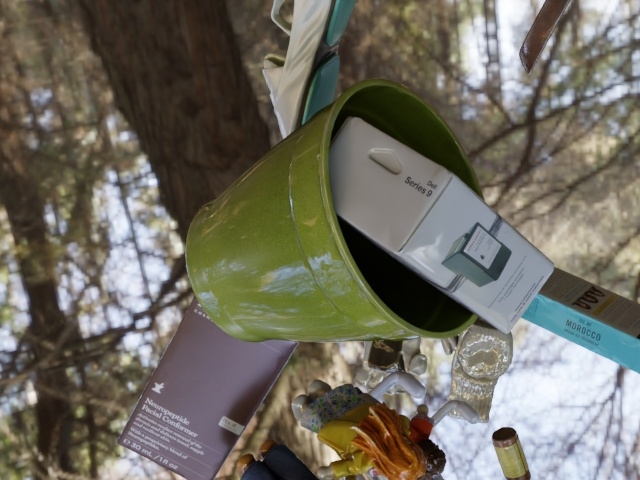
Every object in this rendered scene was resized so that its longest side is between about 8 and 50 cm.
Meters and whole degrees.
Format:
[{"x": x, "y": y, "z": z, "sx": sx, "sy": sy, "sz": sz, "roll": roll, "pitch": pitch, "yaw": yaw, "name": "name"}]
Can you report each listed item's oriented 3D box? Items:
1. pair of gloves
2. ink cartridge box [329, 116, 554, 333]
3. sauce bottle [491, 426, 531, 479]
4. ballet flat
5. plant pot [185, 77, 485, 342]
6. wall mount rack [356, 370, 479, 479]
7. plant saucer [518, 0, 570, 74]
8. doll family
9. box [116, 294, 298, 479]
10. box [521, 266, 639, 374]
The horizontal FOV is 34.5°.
[{"x": 0.189, "y": 0.177, "z": 1.675, "sx": 0.240, "sy": 0.204, "sz": 0.042, "roll": 18, "pitch": -172, "yaw": 7, "name": "pair of gloves"}, {"x": 0.142, "y": -0.018, "z": 1.354, "sx": 0.211, "sy": 0.289, "sz": 0.121, "roll": 36, "pitch": -89, "yaw": 45, "name": "ink cartridge box"}, {"x": 0.292, "y": 0.341, "z": 1.549, "sx": 0.042, "sy": 0.128, "sz": 0.042, "roll": -17, "pitch": -161, "yaw": 6, "name": "sauce bottle"}, {"x": -0.027, "y": -0.325, "z": 1.713, "sx": 0.139, "sy": 0.400, "sz": 0.139, "roll": 11, "pitch": -149, "yaw": -7, "name": "ballet flat"}, {"x": 0.000, "y": 0.000, "z": 1.503, "sx": 0.353, "sy": 0.366, "sz": 0.366, "roll": -20, "pitch": -169, "yaw": 38, "name": "plant pot"}, {"x": 0.178, "y": 0.299, "z": 1.158, "sx": 0.130, "sy": 0.350, "sz": 0.304, "roll": -42, "pitch": -121, "yaw": 8, "name": "wall mount rack"}, {"x": 0.300, "y": -0.296, "z": 1.338, "sx": 0.029, "sy": 0.168, "sz": 0.168, "roll": 30, "pitch": -150, "yaw": 7, "name": "plant saucer"}, {"x": 0.007, "y": 0.231, "z": 0.985, "sx": 0.263, "sy": 0.118, "sz": 0.163, "roll": -43, "pitch": -137, "yaw": -17, "name": "doll family"}, {"x": -0.185, "y": 0.234, "z": 1.796, "sx": 0.191, "sy": 0.381, "sz": 0.143, "roll": 28, "pitch": -154, "yaw": -3, "name": "box"}, {"x": 0.431, "y": 0.120, "z": 1.647, "sx": 0.244, "sy": 0.060, "sz": 0.100, "roll": 26, "pitch": -144, "yaw": 30, "name": "box"}]
